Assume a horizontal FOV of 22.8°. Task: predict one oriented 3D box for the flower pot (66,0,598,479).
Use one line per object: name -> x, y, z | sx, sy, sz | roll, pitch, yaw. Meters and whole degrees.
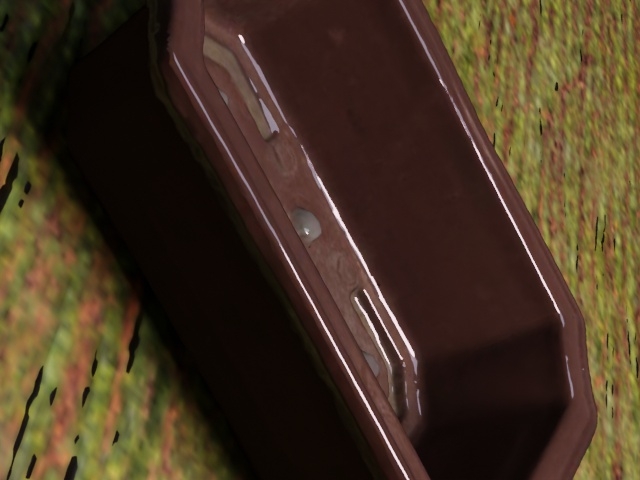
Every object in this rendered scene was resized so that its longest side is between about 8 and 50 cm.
flower pot -> 0.000, 0.000, 0.579 | 0.250, 0.084, 0.179 | 62, 31, -11
